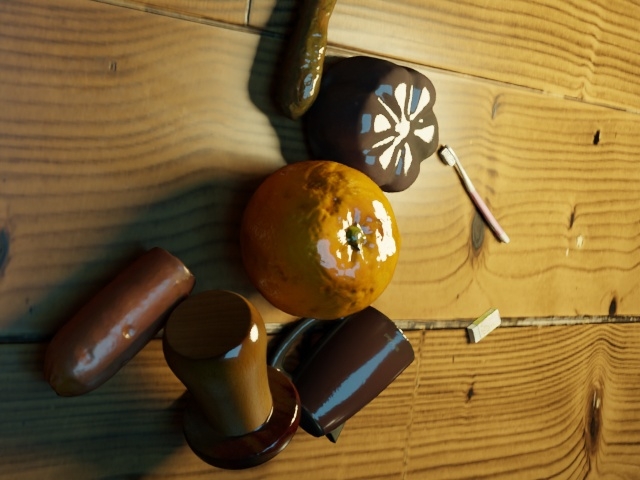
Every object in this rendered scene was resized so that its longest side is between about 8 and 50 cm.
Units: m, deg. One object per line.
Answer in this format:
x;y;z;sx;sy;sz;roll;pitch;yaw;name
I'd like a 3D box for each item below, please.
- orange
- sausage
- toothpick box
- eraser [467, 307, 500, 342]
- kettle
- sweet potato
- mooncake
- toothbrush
0.000;0.000;1.565;0.261;0.261;0.261;-9;105;-38;orange
-0.300;0.124;1.428;0.259;0.113;0.113;-46;124;-25;sausage
-0.137;0.219;1.495;0.192;0.192;0.294;-40;142;-26;toothpick box
0.341;0.177;2.029;0.083;0.019;0.038;-31;119;-30;eraser
0.025;0.220;1.706;0.232;0.144;0.202;-42;103;-22;kettle
-0.018;-0.332;1.596;0.075;0.075;0.273;18;83;-40;sweet potato
0.096;-0.199;1.681;0.245;0.133;0.245;-17;114;-42;mooncake
0.311;-0.086;1.950;0.025;0.020;0.286;-48;125;-12;toothbrush
